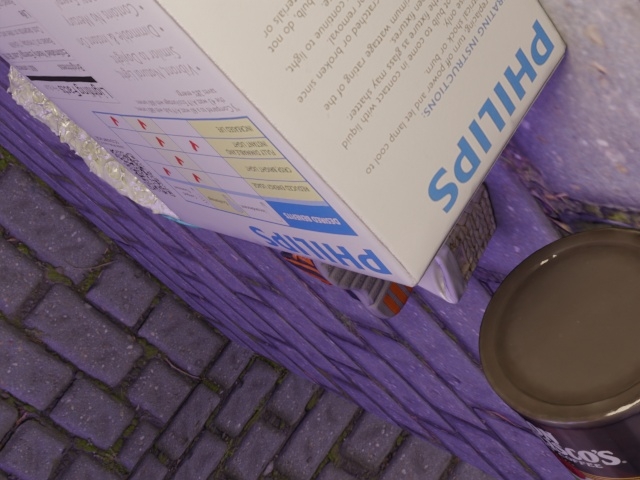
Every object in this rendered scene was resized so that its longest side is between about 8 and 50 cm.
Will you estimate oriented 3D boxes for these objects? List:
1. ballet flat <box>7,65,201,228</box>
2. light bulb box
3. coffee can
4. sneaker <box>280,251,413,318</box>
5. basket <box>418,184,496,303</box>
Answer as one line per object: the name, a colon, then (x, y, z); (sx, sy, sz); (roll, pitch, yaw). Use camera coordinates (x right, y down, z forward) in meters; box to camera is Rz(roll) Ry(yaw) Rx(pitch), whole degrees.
ballet flat: (-0.264, -0.162, 1.098); (0.408, 0.147, 0.147); (33, 165, 21)
light bulb box: (-0.081, -0.183, 0.638); (0.361, 0.225, 0.357); (45, 162, -33)
coffee can: (0.305, 0.149, 0.832); (0.201, 0.202, 0.275); (18, 157, 50)
sneaker: (0.000, 0.000, 1.212); (0.180, 0.125, 0.321); (24, 161, 36)
basket: (0.102, -0.025, 0.951); (0.167, 0.103, 0.113); (28, 163, 30)
